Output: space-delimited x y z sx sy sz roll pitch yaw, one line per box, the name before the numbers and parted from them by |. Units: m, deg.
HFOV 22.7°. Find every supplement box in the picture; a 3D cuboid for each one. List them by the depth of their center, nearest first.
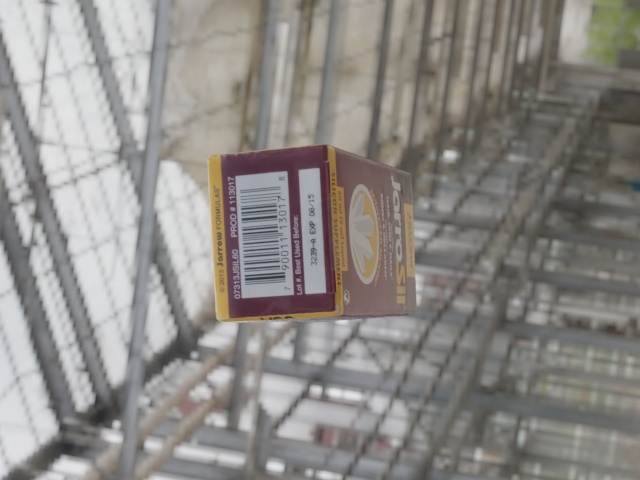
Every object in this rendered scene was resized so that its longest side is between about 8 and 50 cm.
supplement box | 0.000 0.000 1.031 0.188 0.081 0.104 7 -101 -72
